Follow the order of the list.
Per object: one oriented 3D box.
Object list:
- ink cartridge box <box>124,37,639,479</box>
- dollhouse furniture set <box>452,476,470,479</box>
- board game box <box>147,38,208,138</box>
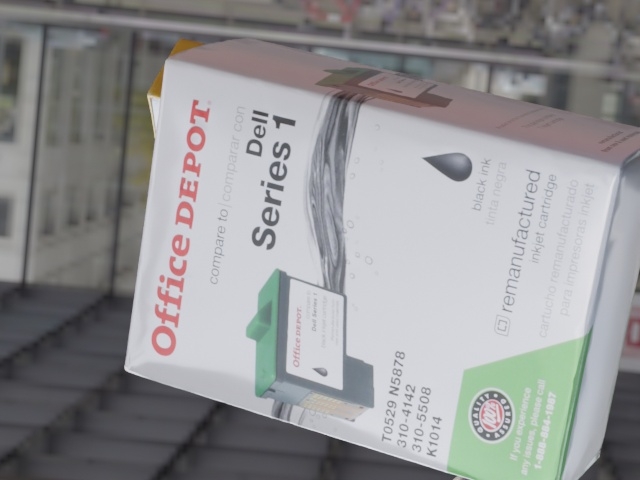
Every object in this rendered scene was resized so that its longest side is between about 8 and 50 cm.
[{"bbox_3d":[0.030,0.008,0.872,0.219,0.160,0.092,14,-164,20],"label":"ink cartridge box"},{"bbox_3d":[0.148,0.160,1.497,0.081,0.114,0.091,25,-152,-51],"label":"dollhouse furniture set"},{"bbox_3d":[0.000,0.000,1.476,0.242,0.064,0.316,15,143,12],"label":"board game box"}]
